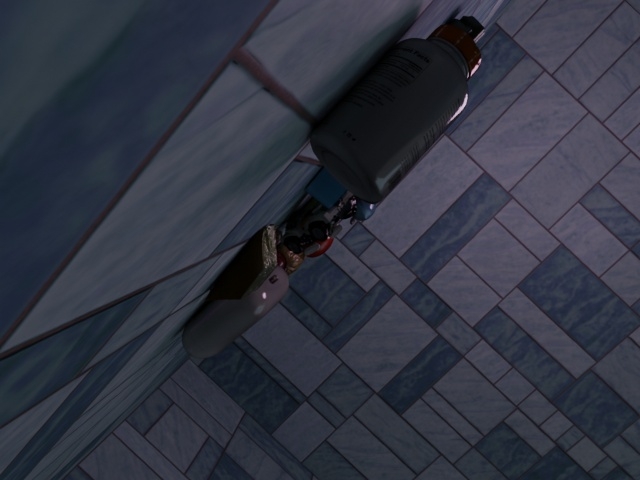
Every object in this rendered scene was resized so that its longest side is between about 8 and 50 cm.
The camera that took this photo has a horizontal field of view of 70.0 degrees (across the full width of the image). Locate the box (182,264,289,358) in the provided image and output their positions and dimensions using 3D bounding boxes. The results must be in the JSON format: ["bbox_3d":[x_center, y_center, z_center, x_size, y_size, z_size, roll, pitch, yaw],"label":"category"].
[{"bbox_3d":[-0.266,0.220,1.452,0.349,0.141,0.288,-40,180,23],"label":"box"}]

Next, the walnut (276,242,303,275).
[{"bbox_3d":[-0.152,0.079,2.122,0.155,0.155,0.184,-47,-178,23],"label":"walnut"}]

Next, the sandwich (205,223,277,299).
[{"bbox_3d":[-0.188,0.077,1.180,0.258,0.096,0.094,-50,174,18],"label":"sandwich"}]

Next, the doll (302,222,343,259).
[{"bbox_3d":[0.000,0.000,1.611,0.183,0.085,0.217,-39,178,-6],"label":"doll"}]

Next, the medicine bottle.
[{"bbox_3d":[0.130,-0.213,0.741,0.289,0.157,0.157,-47,180,-6],"label":"medicine bottle"}]

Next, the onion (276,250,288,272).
[{"bbox_3d":[-0.199,0.109,1.978,0.131,0.131,0.131,-47,180,0],"label":"onion"}]

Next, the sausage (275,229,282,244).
[{"bbox_3d":[-0.179,0.029,1.483,0.158,0.036,0.042,-48,-172,-4],"label":"sausage"}]

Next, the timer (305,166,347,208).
[{"bbox_3d":[0.071,-0.233,1.302,0.232,0.091,0.250,-48,-168,29],"label":"timer"}]

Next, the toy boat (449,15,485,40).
[{"bbox_3d":[0.273,-0.416,1.153,0.319,0.092,0.141,-46,179,27],"label":"toy boat"}]

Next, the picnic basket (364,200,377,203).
[{"bbox_3d":[0.149,-0.192,1.391,0.137,0.127,0.179,-37,-138,56],"label":"picnic basket"}]

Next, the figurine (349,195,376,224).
[{"bbox_3d":[0.129,-0.177,1.585,0.205,0.102,0.260,-43,136,-48],"label":"figurine"}]

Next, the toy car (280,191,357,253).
[{"bbox_3d":[-0.019,-0.061,1.473,0.301,0.118,0.193,-23,-158,51],"label":"toy car"}]

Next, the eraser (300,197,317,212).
[{"bbox_3d":[0.010,-0.135,1.744,0.274,0.092,0.210,-48,177,-11],"label":"eraser"}]
